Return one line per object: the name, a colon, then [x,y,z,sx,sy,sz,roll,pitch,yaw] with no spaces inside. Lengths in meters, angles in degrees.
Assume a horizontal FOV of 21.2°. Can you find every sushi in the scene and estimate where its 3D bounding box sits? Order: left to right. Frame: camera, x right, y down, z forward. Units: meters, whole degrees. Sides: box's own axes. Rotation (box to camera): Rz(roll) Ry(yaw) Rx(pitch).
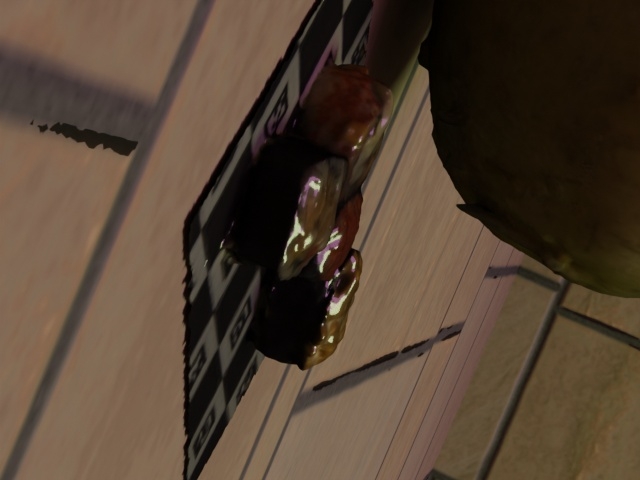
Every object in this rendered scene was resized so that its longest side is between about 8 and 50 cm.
sushi: [0.000,0.000,0.563,0.201,0.031,0.139,97,18,-60]

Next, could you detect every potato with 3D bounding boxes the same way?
potato: [0.172,-0.149,0.628,0.359,0.219,0.270,-62,163,18]
